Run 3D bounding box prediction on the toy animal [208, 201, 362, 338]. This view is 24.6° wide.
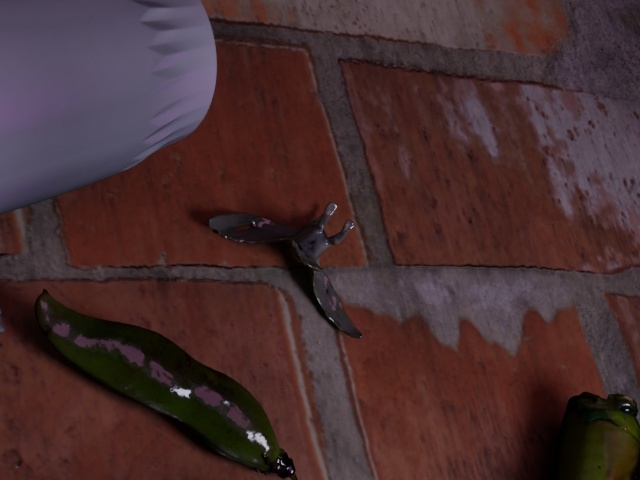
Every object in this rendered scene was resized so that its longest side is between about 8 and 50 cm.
[{"bbox_3d":[0.000,0.000,1.661,0.219,0.095,0.155,45,50,-9],"label":"toy animal"}]

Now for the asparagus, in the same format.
[{"bbox_3d":[0.296,0.349,1.668,0.108,0.128,0.382,12,50,12],"label":"asparagus"}]

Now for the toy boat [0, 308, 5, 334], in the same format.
[{"bbox_3d":[-0.359,0.051,1.393,0.122,0.034,0.096,54,40,4],"label":"toy boat"}]

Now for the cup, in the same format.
[{"bbox_3d":[-0.300,-0.157,1.418,0.371,0.253,0.253,-20,78,-46],"label":"cup"}]

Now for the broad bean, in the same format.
[{"bbox_3d":[-0.145,0.147,1.481,0.339,0.061,0.077,34,60,-17],"label":"broad bean"}]
